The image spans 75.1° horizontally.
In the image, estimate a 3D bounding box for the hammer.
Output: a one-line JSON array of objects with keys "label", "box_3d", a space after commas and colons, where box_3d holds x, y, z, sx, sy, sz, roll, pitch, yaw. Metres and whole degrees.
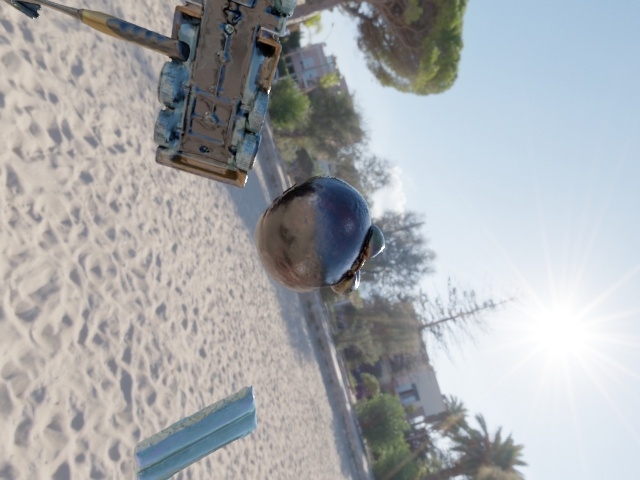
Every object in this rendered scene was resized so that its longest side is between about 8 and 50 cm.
[{"label": "hammer", "box_3d": [-0.239, -0.231, 0.438, 0.078, 0.201, 0.021, -154, -99, -79]}]

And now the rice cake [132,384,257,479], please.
[{"label": "rice cake", "box_3d": [-0.208, 0.334, 0.712, 0.040, 0.226, 0.084, 20, -60, 49]}]

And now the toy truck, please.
[{"label": "toy truck", "box_3d": [-0.117, -0.240, 0.541, 0.162, 0.137, 0.305, -93, -158, -54]}]

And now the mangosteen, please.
[{"label": "mangosteen", "box_3d": [0.000, 0.000, 0.501, 0.152, 0.153, 0.152, 164, -90, -89]}]
